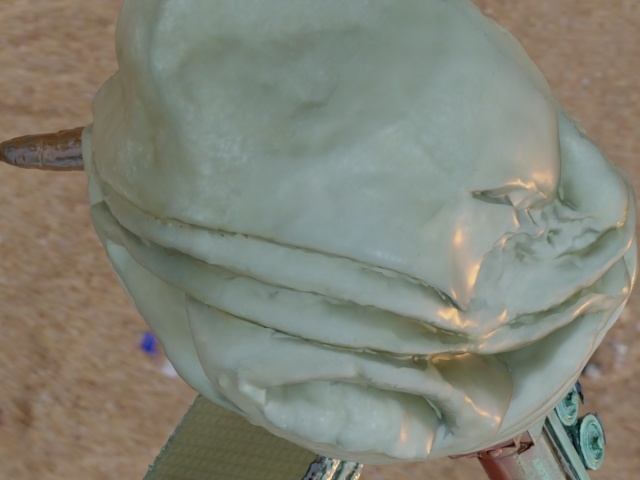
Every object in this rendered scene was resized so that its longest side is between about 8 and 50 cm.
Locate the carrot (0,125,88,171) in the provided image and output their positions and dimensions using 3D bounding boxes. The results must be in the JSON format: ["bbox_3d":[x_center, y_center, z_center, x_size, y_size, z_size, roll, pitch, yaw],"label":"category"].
[{"bbox_3d":[-0.159,-0.079,1.618,0.224,0.057,0.057,-4,99,-2],"label":"carrot"}]

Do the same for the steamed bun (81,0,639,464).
[{"bbox_3d":[0.003,0.002,0.974,0.276,0.289,0.203,31,75,11],"label":"steamed bun"}]

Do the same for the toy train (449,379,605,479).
[{"bbox_3d":[0.140,0.137,1.395,0.176,0.074,0.118,62,35,-31],"label":"toy train"}]

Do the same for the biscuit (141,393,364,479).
[{"bbox_3d":[-0.002,0.074,1.208,0.046,0.147,0.250,48,60,-31],"label":"biscuit"}]
